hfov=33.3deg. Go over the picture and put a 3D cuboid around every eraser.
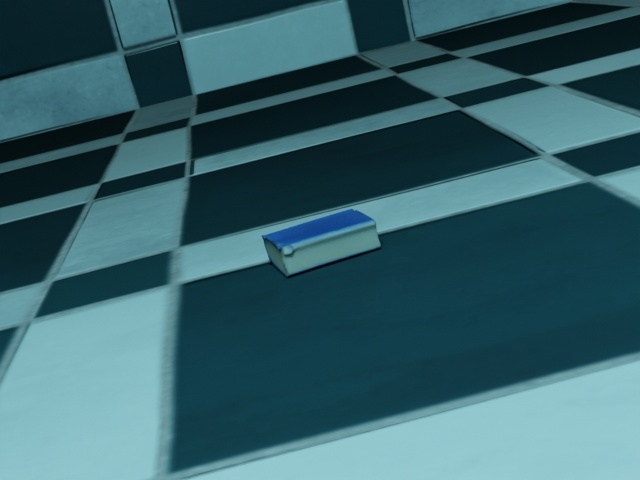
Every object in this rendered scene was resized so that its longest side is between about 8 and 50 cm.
[{"bbox_3d":[0.000,0.000,0.888,0.084,0.027,0.063,-17,17,-13],"label":"eraser"}]
